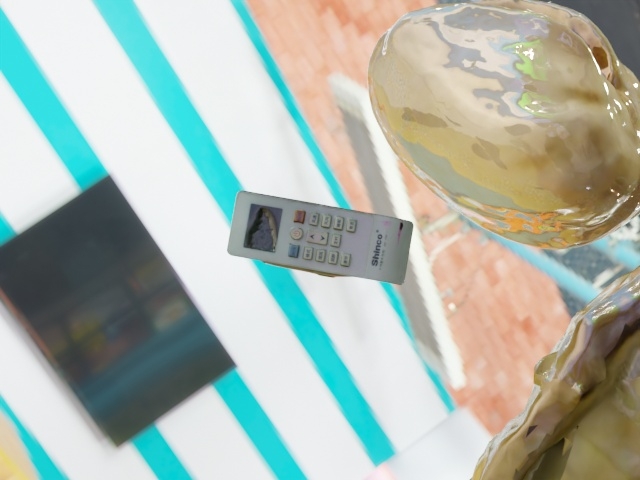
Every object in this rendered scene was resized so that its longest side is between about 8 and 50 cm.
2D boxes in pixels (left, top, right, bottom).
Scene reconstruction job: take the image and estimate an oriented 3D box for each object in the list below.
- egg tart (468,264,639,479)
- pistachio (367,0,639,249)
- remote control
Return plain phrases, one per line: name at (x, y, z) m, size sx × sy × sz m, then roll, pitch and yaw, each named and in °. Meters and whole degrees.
egg tart at (0.201, 0.138, 0.502) m, size 0.132 × 0.345 × 0.345 m, roll 44°, pitch -15°, yaw 51°
pistachio at (0.203, -0.128, 1.232) m, size 0.321 × 0.238 × 0.229 m, roll 37°, pitch 24°, yaw 20°
remote control at (0.000, 0.000, 1.096) m, size 0.029 × 0.166 × 0.065 m, roll 136°, pitch -36°, yaw -85°
